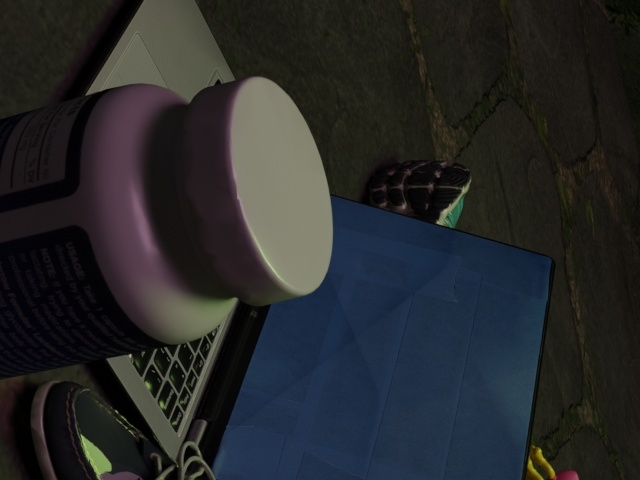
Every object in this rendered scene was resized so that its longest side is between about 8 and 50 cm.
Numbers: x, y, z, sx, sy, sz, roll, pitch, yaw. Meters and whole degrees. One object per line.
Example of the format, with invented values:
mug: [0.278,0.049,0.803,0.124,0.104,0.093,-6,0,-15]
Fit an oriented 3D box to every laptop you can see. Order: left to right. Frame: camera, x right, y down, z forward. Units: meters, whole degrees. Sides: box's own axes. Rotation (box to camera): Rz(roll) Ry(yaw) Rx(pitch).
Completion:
laptop: [0.000,0.000,1.210,0.408,0.236,0.382,63,27,-30]

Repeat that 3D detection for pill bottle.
pill bottle: [-0.137,-0.005,0.870,0.153,0.265,0.153,40,44,-54]

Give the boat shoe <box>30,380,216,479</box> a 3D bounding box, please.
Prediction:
boat shoe: [-0.116,0.191,1.051,0.254,0.079,0.095,64,28,-29]

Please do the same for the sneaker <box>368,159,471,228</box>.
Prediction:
sneaker: [0.097,0.002,1.634,0.275,0.107,0.110,-63,155,-48]

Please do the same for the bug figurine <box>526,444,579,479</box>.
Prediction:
bug figurine: [0.180,0.321,1.473,0.216,0.072,0.279,-49,158,-17]
